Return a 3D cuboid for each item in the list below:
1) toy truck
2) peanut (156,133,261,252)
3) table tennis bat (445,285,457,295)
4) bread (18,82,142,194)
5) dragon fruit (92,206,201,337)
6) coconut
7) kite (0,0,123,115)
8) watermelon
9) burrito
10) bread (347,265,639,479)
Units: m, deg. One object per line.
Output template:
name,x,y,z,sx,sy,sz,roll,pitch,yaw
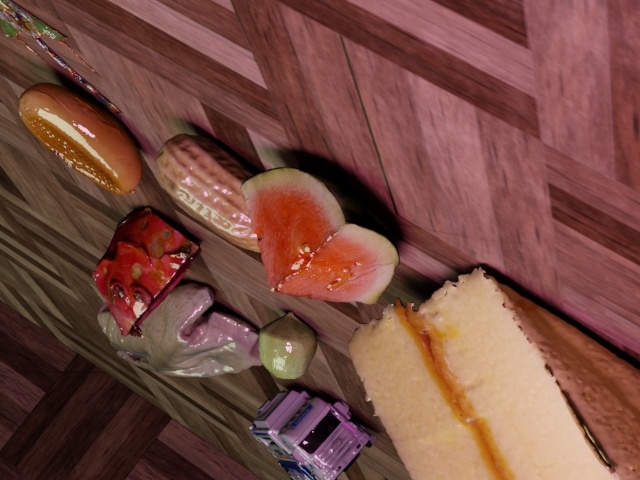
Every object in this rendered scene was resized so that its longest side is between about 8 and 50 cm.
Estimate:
toy truck,-0.020,0.324,2.675,0.155,0.124,0.268,44,166,-4
peanut,-0.103,-0.048,1.821,0.194,0.083,0.093,36,166,2
table tennis bat,0.250,0.155,1.708,0.321,0.050,0.198,37,159,13
bread,-0.297,-0.135,2.027,0.189,0.077,0.114,39,148,-20
dragon fruit,-0.273,0.048,2.354,0.126,0.161,0.274,36,167,-3
coconut,-0.047,0.148,2.292,0.087,0.096,0.088,8,-166,-2
kite,-0.333,-0.232,1.950,0.244,0.006,0.198,45,163,-25
watermelon,0.011,-0.015,1.660,0.193,0.137,0.145,39,130,-6
burrito,-0.229,0.153,2.634,0.190,0.135,0.332,52,157,-23
bread,0.179,0.217,1.608,0.405,0.242,0.346,35,144,6
